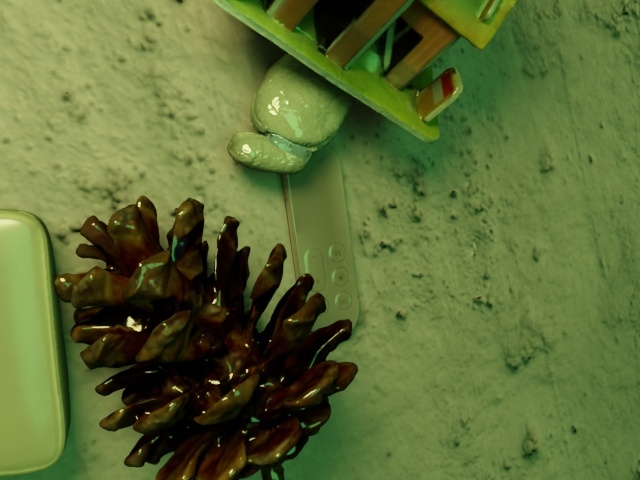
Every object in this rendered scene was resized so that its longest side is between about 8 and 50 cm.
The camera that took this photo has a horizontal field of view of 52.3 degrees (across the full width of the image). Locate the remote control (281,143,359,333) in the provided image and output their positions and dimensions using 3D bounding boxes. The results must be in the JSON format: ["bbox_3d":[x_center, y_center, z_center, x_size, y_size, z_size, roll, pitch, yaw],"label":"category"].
[{"bbox_3d":[0.000,0.000,0.782,0.077,0.022,0.244,-11,98,-30],"label":"remote control"}]

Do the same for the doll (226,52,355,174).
[{"bbox_3d":[-0.020,-0.153,0.728,0.103,0.071,0.214,36,63,-5],"label":"doll"}]

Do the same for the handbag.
[{"bbox_3d":[-0.339,0.094,0.564,0.219,0.079,0.256,-4,94,-19],"label":"handbag"}]

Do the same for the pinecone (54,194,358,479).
[{"bbox_3d":[-0.103,0.091,0.610,0.244,0.244,0.309,-39,96,-23],"label":"pinecone"}]

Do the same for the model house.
[{"bbox_3d":[0.099,-0.265,0.591,0.300,0.324,0.340,27,43,-26],"label":"model house"}]
